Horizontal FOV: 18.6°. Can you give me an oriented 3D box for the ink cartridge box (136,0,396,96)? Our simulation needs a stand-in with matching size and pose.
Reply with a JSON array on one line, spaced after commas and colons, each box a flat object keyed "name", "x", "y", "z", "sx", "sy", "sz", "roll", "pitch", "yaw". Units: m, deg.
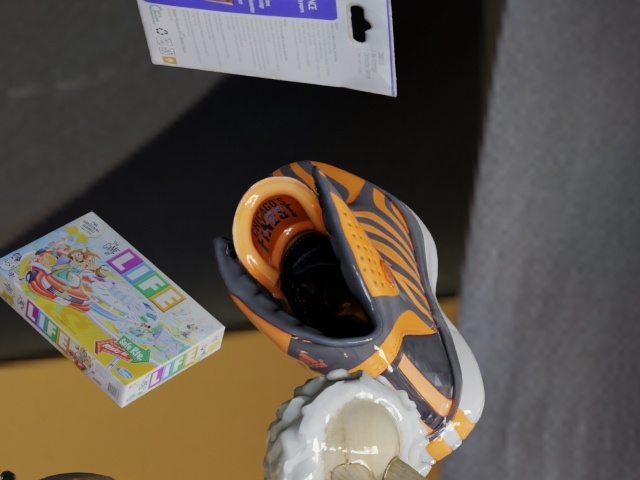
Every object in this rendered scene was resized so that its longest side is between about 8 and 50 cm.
[{"name": "ink cartridge box", "x": -0.042, "y": -0.191, "z": 1.518, "sx": 0.208, "sy": 0.045, "sz": 0.206, "roll": 9, "pitch": 155, "yaw": 8}]

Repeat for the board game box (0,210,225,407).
[{"name": "board game box", "x": -0.163, "y": 0.050, "z": 1.483, "sx": 0.154, "sy": 0.026, "sz": 0.103, "roll": 39, "pitch": -133, "yaw": 23}]

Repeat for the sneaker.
[{"name": "sneaker", "x": 0.000, "y": 0.000, "z": 1.318, "sx": 0.124, "sy": 0.180, "sz": 0.321, "roll": -38, "pitch": -144, "yaw": 3}]

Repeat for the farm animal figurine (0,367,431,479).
[{"name": "farm animal figurine", "x": -0.096, "y": 0.235, "z": 0.885, "sx": 0.330, "sy": 0.327, "sz": 0.172, "roll": -21, "pitch": -147, "yaw": -27}]
